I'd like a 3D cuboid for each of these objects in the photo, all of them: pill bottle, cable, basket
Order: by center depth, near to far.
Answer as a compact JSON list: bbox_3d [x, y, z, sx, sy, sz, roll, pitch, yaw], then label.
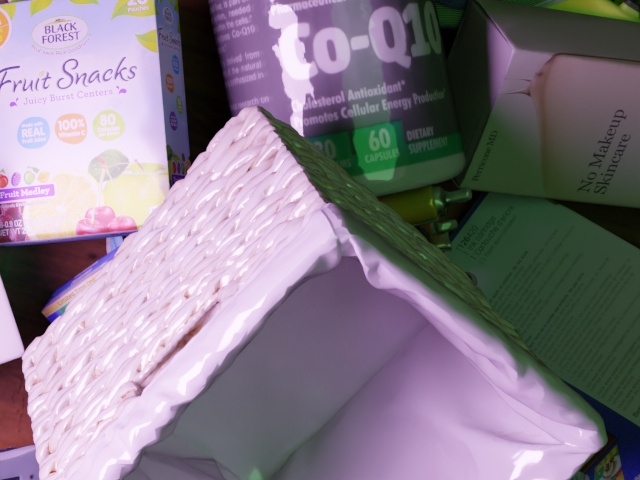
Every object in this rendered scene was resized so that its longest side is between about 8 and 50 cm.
[{"bbox_3d":[-0.023,0.127,1.409,0.331,0.266,0.328,37,100,-32],"label":"basket"},{"bbox_3d":[0.000,-0.215,1.584,0.204,0.204,0.361,-14,94,-24],"label":"pill bottle"},{"bbox_3d":[0.000,0.000,1.650,0.287,0.139,0.072,-5,70,-5],"label":"cable"}]

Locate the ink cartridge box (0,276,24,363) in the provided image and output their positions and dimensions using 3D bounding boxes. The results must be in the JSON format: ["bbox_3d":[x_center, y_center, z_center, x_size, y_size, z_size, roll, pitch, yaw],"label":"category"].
[{"bbox_3d":[-0.386,0.052,1.459,0.237,0.100,0.172,-20,97,-23],"label":"ink cartridge box"}]

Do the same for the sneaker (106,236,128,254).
[{"bbox_3d":[-0.170,-0.036,1.573,0.063,0.073,0.162,-26,99,-22],"label":"sneaker"}]

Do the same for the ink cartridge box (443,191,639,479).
[{"bbox_3d":[0.213,0.129,1.670,0.303,0.307,0.072,-52,152,-11],"label":"ink cartridge box"}]

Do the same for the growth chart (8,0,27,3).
[{"bbox_3d":[-0.240,-0.281,1.562,0.237,0.021,0.172,-13,109,-24],"label":"growth chart"}]

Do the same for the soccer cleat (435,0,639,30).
[{"bbox_3d":[0.218,-0.219,1.760,0.289,0.093,0.121,13,113,-27],"label":"soccer cleat"}]

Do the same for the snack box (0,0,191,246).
[{"bbox_3d":[-0.205,-0.104,1.512,0.174,0.070,0.207,-6,86,14],"label":"snack box"}]

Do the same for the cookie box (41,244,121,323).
[{"bbox_3d":[-0.176,0.071,1.559,0.107,0.092,0.040,50,27,-14],"label":"cookie box"}]

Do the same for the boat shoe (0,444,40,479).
[{"bbox_3d":[-0.284,0.206,1.526,0.183,0.083,0.065,4,87,-51],"label":"boat shoe"}]

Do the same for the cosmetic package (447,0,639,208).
[{"bbox_3d":[0.274,-0.127,1.719,0.309,0.113,0.160,4,123,-24],"label":"cosmetic package"}]
